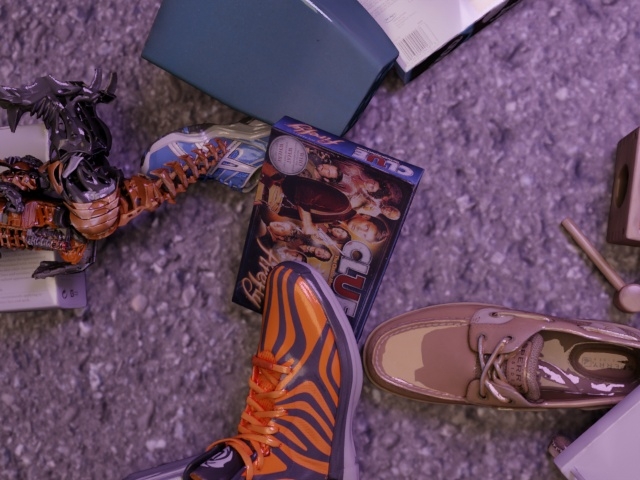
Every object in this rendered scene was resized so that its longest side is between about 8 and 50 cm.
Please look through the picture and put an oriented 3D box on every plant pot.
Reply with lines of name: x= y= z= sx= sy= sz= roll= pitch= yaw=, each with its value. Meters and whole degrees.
plant pot: x=-0.041 y=-0.227 z=0.782 sx=0.234 sy=0.165 sz=0.165 roll=34 pitch=119 yaw=2

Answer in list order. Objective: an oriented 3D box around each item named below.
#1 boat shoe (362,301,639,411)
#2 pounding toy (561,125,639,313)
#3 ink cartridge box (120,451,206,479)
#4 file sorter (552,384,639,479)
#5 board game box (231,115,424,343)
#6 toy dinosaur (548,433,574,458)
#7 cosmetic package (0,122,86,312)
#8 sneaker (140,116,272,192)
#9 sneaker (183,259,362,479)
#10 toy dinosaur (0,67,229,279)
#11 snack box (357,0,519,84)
boat shoe: x=0.215 y=0.130 z=0.772 sx=0.341 sy=0.110 sz=0.121 roll=-2 pitch=87 yaw=8
pounding toy: x=0.372 y=-0.018 z=0.767 sx=0.181 sy=0.094 sz=0.205 roll=8 pitch=87 yaw=8
ink cartridge box: x=-0.174 y=0.358 z=0.805 sx=0.128 sy=0.127 sz=0.176 roll=-18 pitch=85 yaw=7
file sorter: x=0.410 y=0.278 z=0.658 sx=0.193 sy=0.173 sz=0.277 roll=-42 pitch=108 yaw=4
board game box: x=0.000 y=0.000 z=0.781 sx=0.165 sy=0.042 sz=0.243 roll=22 pitch=123 yaw=9
toy dinosaur: x=0.312 y=0.361 z=0.774 sx=0.118 sy=0.064 sz=0.268 roll=-28 pitch=87 yaw=-1
cosmetic package: x=-0.375 y=-0.025 z=0.878 sx=0.118 sy=0.085 sz=0.230 roll=-4 pitch=85 yaw=7
sneaker: x=-0.122 y=-0.099 z=0.848 sx=0.211 sy=0.080 sz=0.081 roll=-11 pitch=82 yaw=8
sneaker: x=-0.055 y=0.190 z=0.737 sx=0.180 sy=0.125 sz=0.320 roll=-14 pitch=101 yaw=-36
toy dinosaur: x=-0.278 y=-0.074 z=0.790 sx=0.322 sy=0.164 sz=0.218 roll=-18 pitch=102 yaw=-24
snack box: x=0.179 y=-0.362 z=0.830 sx=0.322 sy=0.060 sz=0.187 roll=-35 pitch=84 yaw=5
